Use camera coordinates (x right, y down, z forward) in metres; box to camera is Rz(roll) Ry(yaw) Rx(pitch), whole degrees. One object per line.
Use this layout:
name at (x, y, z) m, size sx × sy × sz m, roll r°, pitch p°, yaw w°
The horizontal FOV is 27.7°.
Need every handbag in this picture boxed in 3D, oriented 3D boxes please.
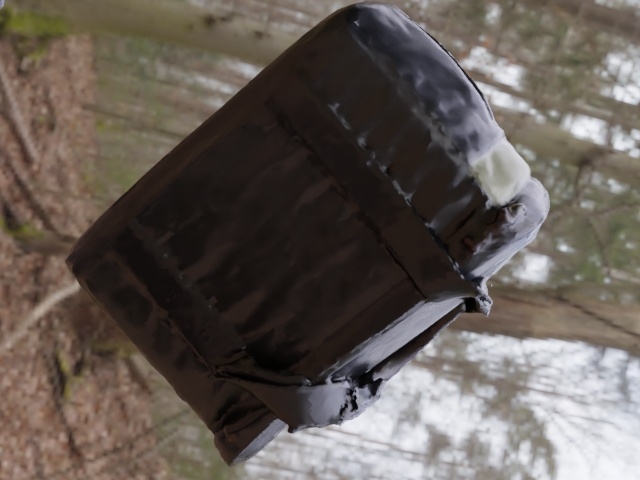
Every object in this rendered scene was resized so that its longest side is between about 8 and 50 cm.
handbag at (0.000, 0.000, 0.757) m, size 0.254 × 0.181 × 0.181 m, roll -39°, pitch 179°, yaw 15°

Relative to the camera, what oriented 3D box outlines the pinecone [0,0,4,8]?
pinecone at (-0.305, -0.204, 0.976) m, size 0.121 × 0.140 × 0.140 m, roll -3°, pitch 109°, yaw -69°
